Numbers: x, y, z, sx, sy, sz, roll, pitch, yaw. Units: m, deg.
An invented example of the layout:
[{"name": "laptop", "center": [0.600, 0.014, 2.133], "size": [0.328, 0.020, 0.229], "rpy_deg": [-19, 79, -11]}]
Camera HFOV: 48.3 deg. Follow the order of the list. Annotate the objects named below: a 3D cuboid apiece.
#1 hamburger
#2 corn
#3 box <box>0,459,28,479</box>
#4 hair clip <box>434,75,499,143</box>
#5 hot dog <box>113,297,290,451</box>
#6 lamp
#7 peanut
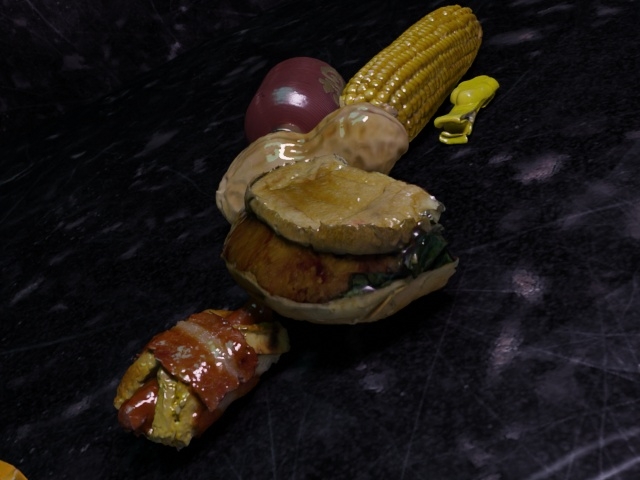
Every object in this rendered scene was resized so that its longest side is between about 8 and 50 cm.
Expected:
[{"name": "hamburger", "center": [0.000, 0.000, 0.814], "size": [0.211, 0.132, 0.309], "rpy_deg": [-19, 29, -24]}, {"name": "corn", "center": [0.153, -0.274, 1.186], "size": [0.144, 0.143, 0.387], "rpy_deg": [-3, 34, 37]}, {"name": "box", "center": [-0.269, 0.353, 0.382], "size": [0.116, 0.264, 0.415], "rpy_deg": [2, 41, 40]}, {"name": "hair clip", "center": [0.228, -0.213, 1.115], "size": [0.072, 0.046, 0.173], "rpy_deg": [2, 38, 36]}, {"name": "hot dog", "center": [-0.133, 0.136, 0.791], "size": [0.146, 0.103, 0.213], "rpy_deg": [3, 38, 47]}, {"name": "lamp", "center": [-0.032, -0.205, 1.208], "size": [0.180, 0.180, 0.258], "rpy_deg": [-16, 32, 21]}, {"name": "peanut", "center": [-0.015, -0.102, 1.034], "size": [0.306, 0.147, 0.147], "rpy_deg": [-15, 31, 21]}]
